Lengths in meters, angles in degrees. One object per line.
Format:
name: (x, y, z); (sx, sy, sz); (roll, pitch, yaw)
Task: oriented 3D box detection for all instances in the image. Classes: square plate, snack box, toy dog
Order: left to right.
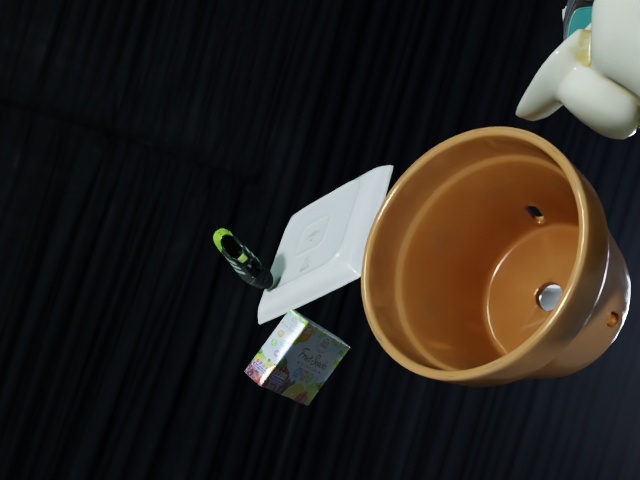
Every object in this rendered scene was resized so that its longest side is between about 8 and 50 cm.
snack box: (-0.027, 0.154, 1.212); (0.037, 0.100, 0.141); (34, -2, 30)
square plate: (0.000, 0.000, 2.131); (0.049, 0.344, 0.347); (40, -45, -23)
toy dog: (0.460, -0.141, 0.913); (0.408, 0.284, 0.395); (42, -10, 9)

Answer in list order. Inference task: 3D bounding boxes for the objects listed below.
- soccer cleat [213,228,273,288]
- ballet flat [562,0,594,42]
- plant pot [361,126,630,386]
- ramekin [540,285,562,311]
soccer cleat: (-0.169, 0.046, 2.055); (0.179, 0.060, 0.072); (47, -5, -18)
ballet flat: (0.489, -0.447, 1.739); (0.074, 0.203, 0.074); (2, 31, -1)
plant pot: (0.220, 0.040, 1.080); (0.291, 0.291, 0.203); (17, -6, 47)
ramekin: (0.276, 0.089, 1.540); (0.277, 0.135, 0.277); (13, 15, -3)
